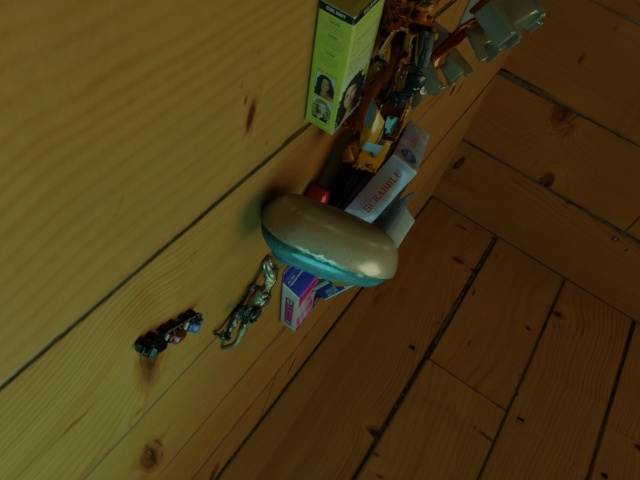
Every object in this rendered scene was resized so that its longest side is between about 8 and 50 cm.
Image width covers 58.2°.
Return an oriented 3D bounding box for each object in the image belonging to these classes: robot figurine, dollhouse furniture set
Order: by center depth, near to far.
[{"bbox_3d":[0.111,-0.269,0.969,0.291,0.084,0.211,110,-16,-45],"label":"robot figurine"},{"bbox_3d":[0.271,-0.388,1.031,0.262,0.135,0.259,-33,-178,-15],"label":"dollhouse furniture set"}]

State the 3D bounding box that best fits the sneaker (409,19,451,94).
[{"bbox_3d":[0.189,-0.333,1.211,0.258,0.091,0.094,-63,167,27],"label":"sneaker"}]

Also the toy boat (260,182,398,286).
[{"bbox_3d":[0.000,0.000,1.068,0.148,0.267,0.318,-64,-161,13],"label":"toy boat"}]

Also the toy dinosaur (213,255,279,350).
[{"bbox_3d":[-0.159,0.160,1.208,0.268,0.064,0.118,-57,176,21],"label":"toy dinosaur"}]

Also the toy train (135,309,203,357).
[{"bbox_3d":[-0.232,0.146,0.911,0.027,0.036,0.158,-61,168,21],"label":"toy train"}]

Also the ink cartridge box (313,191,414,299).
[{"bbox_3d":[0.105,0.015,1.255,0.223,0.045,0.224,-34,-165,53],"label":"ink cartridge box"}]

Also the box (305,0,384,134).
[{"bbox_3d":[0.032,-0.263,0.835,0.087,0.058,0.232,-52,167,-26],"label":"box"}]

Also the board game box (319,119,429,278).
[{"bbox_3d":[0.108,-0.102,1.298,0.319,0.066,0.318,-49,-176,26],"label":"board game box"}]

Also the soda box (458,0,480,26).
[{"bbox_3d":[0.437,-0.639,1.471,0.074,0.069,0.216,-46,165,-42],"label":"soda box"}]

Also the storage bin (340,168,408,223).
[{"bbox_3d":[0.148,-0.139,1.498,0.180,0.122,0.084,-62,167,26],"label":"storage bin"}]

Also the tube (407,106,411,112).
[{"bbox_3d":[0.177,-0.301,1.359,0.240,0.070,0.062,-54,131,-26],"label":"tube"}]

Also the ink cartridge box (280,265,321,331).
[{"bbox_3d":[-0.037,0.115,1.594,0.176,0.069,0.371,-51,165,-24],"label":"ink cartridge box"}]
